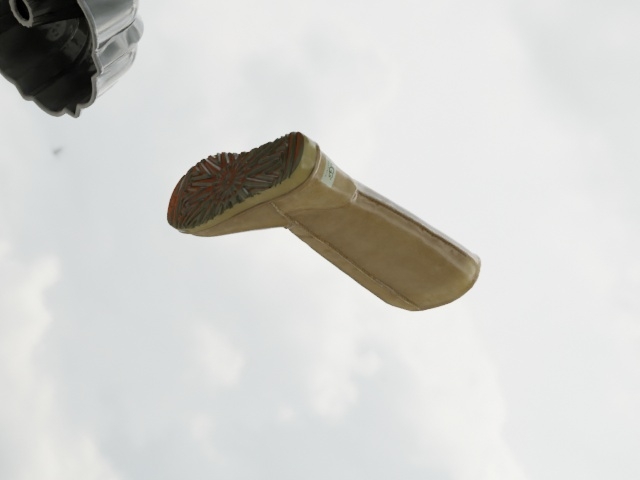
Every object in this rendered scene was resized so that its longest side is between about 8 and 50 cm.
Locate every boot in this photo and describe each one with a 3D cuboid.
[{"bbox_3d":[0.000,0.000,1.840,0.236,0.089,0.269,-13,-37,45],"label":"boot"}]

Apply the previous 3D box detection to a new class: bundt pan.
[{"bbox_3d":[-0.362,-0.340,2.337,0.331,0.124,0.331,34,-38,32],"label":"bundt pan"}]
